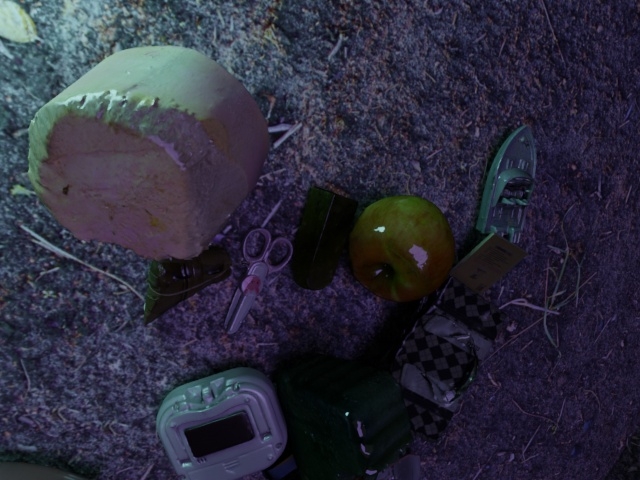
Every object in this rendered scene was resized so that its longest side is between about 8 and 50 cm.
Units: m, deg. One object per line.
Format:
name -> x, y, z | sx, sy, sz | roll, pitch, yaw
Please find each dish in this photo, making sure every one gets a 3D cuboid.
dish -> 0.201, 0.715, 1.215 | 0.234, 0.064, 0.154 | -15, 111, -20

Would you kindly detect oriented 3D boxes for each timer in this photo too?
timer -> -0.213, 0.414, 0.879 | 0.261, 0.087, 0.237 | -17, 105, -4

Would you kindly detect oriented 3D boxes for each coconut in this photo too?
coconut -> -0.239, -0.141, 0.628 | 0.297, 0.310, 0.298 | 4, 128, 5

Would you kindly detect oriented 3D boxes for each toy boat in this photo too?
toy boat -> 0.522, -0.150, 1.097 | 0.141, 0.092, 0.320 | 1, 105, -21

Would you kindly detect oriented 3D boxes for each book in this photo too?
book -> 0.469, 0.074, 1.138 | 0.167, 0.013, 0.192 | 24, 120, -29

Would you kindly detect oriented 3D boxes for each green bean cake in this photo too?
green bean cake -> 0.057, 0.426, 0.886 | 0.169, 0.300, 0.308 | -16, 99, -36

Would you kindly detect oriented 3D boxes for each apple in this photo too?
apple -> 0.185, 0.012, 0.931 | 0.226, 0.246, 0.246 | -50, 124, -40

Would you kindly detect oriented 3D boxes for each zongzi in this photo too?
zongzi -> -0.259, 0.095, 0.823 | 0.188, 0.081, 0.178 | -4, 129, -39

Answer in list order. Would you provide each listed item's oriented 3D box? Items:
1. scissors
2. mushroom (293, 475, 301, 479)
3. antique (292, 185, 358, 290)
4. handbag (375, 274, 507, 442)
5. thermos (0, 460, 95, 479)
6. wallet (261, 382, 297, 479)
scissors -> -0.153, 0.092, 0.880 | 0.118, 0.030, 0.242 | 26, 90, -30
mushroom -> -0.023, 0.770, 1.054 | 0.344, 0.239, 0.346 | 2, 83, -20
antique -> 0.000, 0.000, 0.892 | 0.081, 0.080, 0.221 | 11, 101, -41
handbag -> 0.288, 0.292, 1.061 | 0.316, 0.180, 0.416 | 36, 84, -38
thermos -> -0.574, 0.494, 0.746 | 0.265, 0.146, 0.176 | 36, 113, -21
wallet -> -0.108, 0.477, 0.994 | 0.170, 0.069, 0.231 | -28, 112, -13
